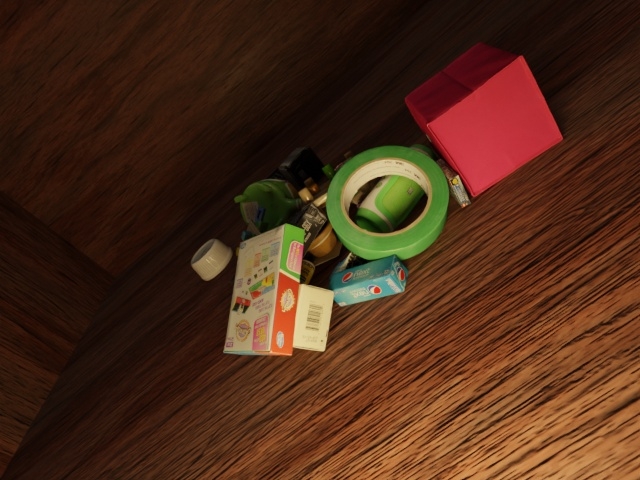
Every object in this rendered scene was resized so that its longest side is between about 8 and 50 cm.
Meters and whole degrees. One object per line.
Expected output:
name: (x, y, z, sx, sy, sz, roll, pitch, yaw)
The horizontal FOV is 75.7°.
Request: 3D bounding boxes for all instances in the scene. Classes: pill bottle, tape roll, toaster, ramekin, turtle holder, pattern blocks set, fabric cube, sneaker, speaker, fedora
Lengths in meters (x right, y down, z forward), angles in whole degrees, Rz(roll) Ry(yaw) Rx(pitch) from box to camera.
pill bottle: (-0.066, 0.124, 1.325, 0.065, 0.065, 0.116, -18, 36, 43)
tape roll: (0.177, -0.103, 1.106, 0.320, 0.077, 0.322, -6, 64, 13)
toaster: (-0.087, -0.340, 1.944, 0.168, 0.186, 0.110, -51, 30, -14)
ramekin: (-0.542, 0.086, 2.035, 0.207, 0.109, 0.207, -34, 26, 19)
turtle holder: (-0.179, -0.164, 1.740, 0.320, 0.243, 0.227, -40, -5, 35)
pattern blocks set: (0.150, -0.207, 1.568, 0.285, 0.026, 0.325, -38, 25, 10)
fabric cube: (0.416, -0.325, 1.098, 0.259, 0.254, 0.258, -34, 28, 18)
sneaker: (0.079, 0.068, 1.204, 0.162, 0.063, 0.073, -46, 22, -6)
speaker: (0.231, -0.148, 1.237, 0.297, 0.131, 0.131, -51, 26, -15)
sneaker: (0.114, -0.284, 1.646, 0.157, 0.061, 0.065, -38, 31, 13)
fedora: (0.000, 0.000, 1.378, 0.194, 0.079, 0.194, -39, 16, 13)

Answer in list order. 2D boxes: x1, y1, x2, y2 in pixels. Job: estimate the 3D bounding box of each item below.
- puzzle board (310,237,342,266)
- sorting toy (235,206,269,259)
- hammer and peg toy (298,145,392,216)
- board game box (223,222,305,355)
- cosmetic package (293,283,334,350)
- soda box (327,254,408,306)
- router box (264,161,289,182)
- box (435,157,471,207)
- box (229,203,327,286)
puzzle board: (0.021, 0.041, 1.391, 0.128, 0.011, 0.096, -25, 29, 32)
sorting toy: (-0.289, 0.032, 1.629, 0.196, 0.047, 0.348, 50, 123, 54)
hammer and peg toy: (0.094, -0.225, 1.432, 0.361, 0.127, 0.266, -32, 14, 14)
board game box: (-0.151, 0.136, 1.083, 0.242, 0.064, 0.317, -17, 61, 49)
cosmetic package: (-0.108, 0.203, 1.149, 0.309, 0.113, 0.161, -7, 69, 51)
soda box: (0.119, 0.108, 1.073, 0.210, 0.067, 0.071, -20, 33, 39)
router box: (-0.159, -0.352, 2.188, 0.243, 0.081, 0.309, -46, 25, -4)
box: (0.353, -0.157, 1.110, 0.027, 0.094, 0.137, -28, 27, 12)
box: (-0.142, 0.033, 1.352, 0.307, 0.076, 0.243, -30, 21, 43)
